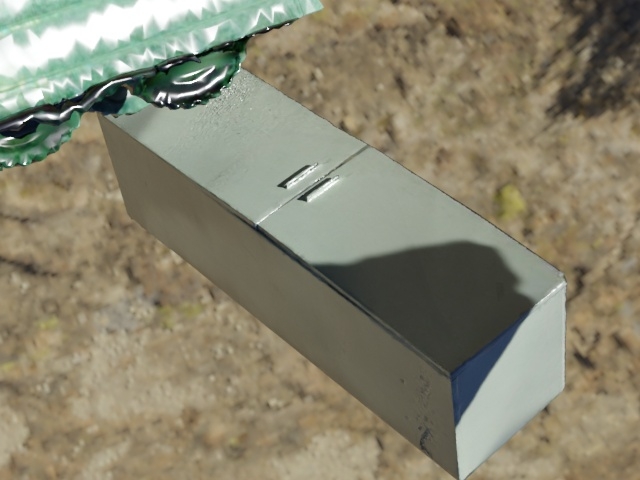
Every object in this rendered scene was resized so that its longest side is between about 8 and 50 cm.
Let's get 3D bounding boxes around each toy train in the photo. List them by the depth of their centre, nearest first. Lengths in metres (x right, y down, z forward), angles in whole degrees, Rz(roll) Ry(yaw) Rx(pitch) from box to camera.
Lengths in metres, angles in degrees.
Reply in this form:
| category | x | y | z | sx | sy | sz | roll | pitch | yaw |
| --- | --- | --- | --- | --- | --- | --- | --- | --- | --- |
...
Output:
| category | x | y | z | sx | sy | sz | roll | pitch | yaw |
| --- | --- | --- | --- | --- | --- | --- | --- | --- | --- |
| toy train | -0.167 | -0.112 | 0.605 | 0.330 | 0.138 | 0.178 | -24 | 101 | -25 |

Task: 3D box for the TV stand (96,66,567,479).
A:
| category | x | y | z | sx | sy | sz | roll | pitch | yaw |
| --- | --- | --- | --- | --- | --- | --- | --- | --- | --- |
| TV stand | 0.000 | 0.000 | 0.723 | 0.083 | 0.269 | 0.088 | -38 | 143 | -23 |
